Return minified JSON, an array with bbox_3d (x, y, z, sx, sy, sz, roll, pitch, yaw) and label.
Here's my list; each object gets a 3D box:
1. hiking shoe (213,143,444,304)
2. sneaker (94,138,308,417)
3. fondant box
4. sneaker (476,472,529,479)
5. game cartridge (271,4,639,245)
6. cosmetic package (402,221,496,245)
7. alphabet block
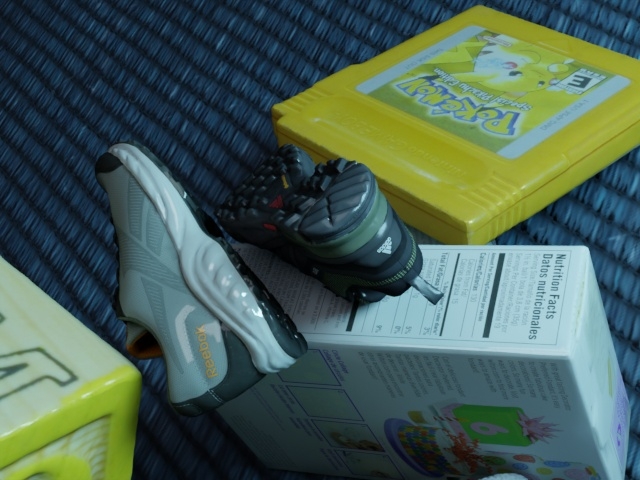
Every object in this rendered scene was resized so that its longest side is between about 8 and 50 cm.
[{"bbox_3d":[0.000,0.000,0.730,0.086,0.114,0.227,-44,20,-8],"label":"hiking shoe"},{"bbox_3d":[-0.120,0.018,0.767,0.108,0.100,0.271,-39,47,0],"label":"sneaker"},{"bbox_3d":[0.065,0.108,0.834,0.330,0.238,0.096,1,54,26],"label":"fondant box"},{"bbox_3d":[0.092,0.307,0.770,0.268,0.101,0.153,-40,54,-6],"label":"sneaker"},{"bbox_3d":[0.150,-0.128,1.022,0.324,0.052,0.285,-30,43,-31],"label":"game cartridge"},{"bbox_3d":[0.055,0.028,1.005,0.231,0.085,0.117,-18,48,15],"label":"cosmetic package"},{"bbox_3d":[-0.268,0.147,0.746,0.197,0.192,0.193,32,38,30],"label":"alphabet block"}]
